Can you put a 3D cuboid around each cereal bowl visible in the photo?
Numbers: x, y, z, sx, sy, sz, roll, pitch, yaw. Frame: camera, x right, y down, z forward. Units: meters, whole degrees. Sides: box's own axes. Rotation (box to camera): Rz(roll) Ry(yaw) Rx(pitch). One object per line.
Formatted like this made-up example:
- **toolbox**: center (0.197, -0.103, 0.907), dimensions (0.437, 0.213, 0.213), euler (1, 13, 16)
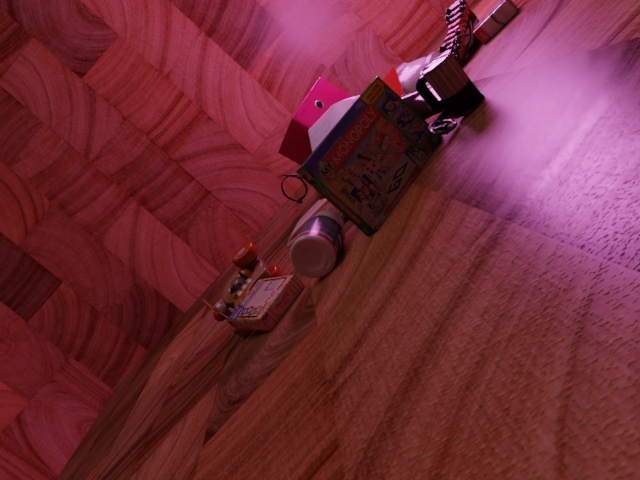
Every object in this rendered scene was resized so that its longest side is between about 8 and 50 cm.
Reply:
- **cereal bowl**: center (0.285, -0.506, 2.209), dimensions (0.339, 0.141, 0.339), euler (-47, 10, 11)

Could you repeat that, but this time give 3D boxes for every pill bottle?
- **pill bottle**: center (0.000, 0.000, 1.506), dimensions (0.108, 0.108, 0.180), euler (-43, 10, 29)

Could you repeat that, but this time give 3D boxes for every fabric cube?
- **fabric cube**: center (0.022, -0.432, 2.538), dimensions (0.254, 0.258, 0.259), euler (-60, 2, -27)

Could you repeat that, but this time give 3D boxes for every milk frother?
- **milk frother**: center (0.278, -0.329, 1.454), dimensions (0.129, 0.135, 0.143), euler (-31, 21, 35)

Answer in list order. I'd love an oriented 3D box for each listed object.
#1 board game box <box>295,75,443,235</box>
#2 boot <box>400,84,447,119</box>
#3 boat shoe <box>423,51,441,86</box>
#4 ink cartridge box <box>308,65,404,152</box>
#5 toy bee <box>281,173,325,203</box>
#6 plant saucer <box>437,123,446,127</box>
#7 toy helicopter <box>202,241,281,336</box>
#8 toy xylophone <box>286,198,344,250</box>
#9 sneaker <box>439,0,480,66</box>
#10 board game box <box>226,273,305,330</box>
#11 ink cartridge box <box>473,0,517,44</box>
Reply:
- **board game box**: center (0.117, -0.194, 1.434), dimensions (0.317, 0.213, 0.046), euler (-53, 10, -27)
- **boot**: center (0.265, -0.355, 1.710), dimensions (0.248, 0.090, 0.207), euler (-32, 13, 3)
- **boat shoe**: center (0.368, -0.506, 1.988), dimensions (0.076, 0.083, 0.226), euler (-20, 48, 44)
- **ink cartridge box**: center (0.119, -0.364, 2.106), dimensions (0.385, 0.091, 0.308), euler (-43, 41, 36)
- **toy bee**: center (0.044, -0.155, 1.576), dimensions (0.162, 0.298, 0.195), euler (150, 128, -75)
- **plant saucer**: center (0.264, -0.253, 1.601), dimensions (0.119, 0.021, 0.119), euler (-46, 10, 10)
- **toy helicopter**: center (-0.233, 0.173, 1.840), dimensions (0.235, 0.140, 0.355), euler (-40, 23, 10)
- **toy xylophone**: center (0.014, -0.060, 1.775), dimensions (0.323, 0.081, 0.236), euler (-43, 10, 31)
- **sneaker**: center (0.469, -0.656, 2.113), dimensions (0.098, 0.135, 0.276), euler (-17, 54, 51)
- **board game box**: center (-0.140, 0.157, 1.601), dimensions (0.147, 0.045, 0.193), euler (-52, 20, -25)
- **ink cartridge box**: center (0.547, -0.692, 2.005), dimensions (0.135, 0.056, 0.099), euler (-43, 11, 32)
